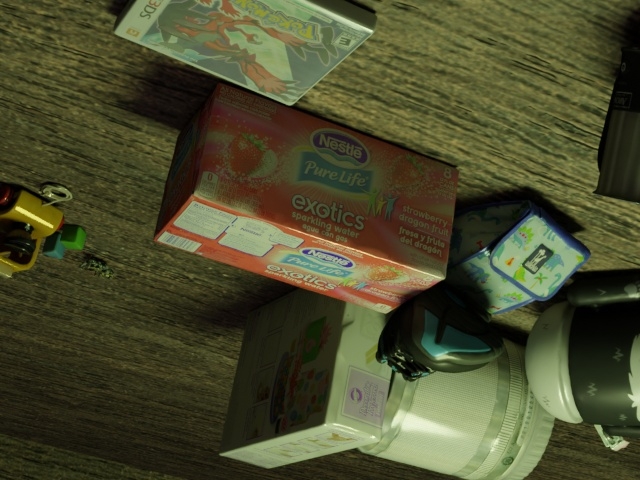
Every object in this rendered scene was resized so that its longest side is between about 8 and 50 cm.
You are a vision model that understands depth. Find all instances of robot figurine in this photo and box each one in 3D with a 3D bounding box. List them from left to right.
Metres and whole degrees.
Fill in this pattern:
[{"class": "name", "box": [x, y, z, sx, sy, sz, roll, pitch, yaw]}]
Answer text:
[{"class": "robot figurine", "box": [0.410, 0.157, 1.593, 0.278, 0.209, 0.173, -4, 170, 29]}]

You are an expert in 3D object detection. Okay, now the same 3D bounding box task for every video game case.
[{"class": "video game case", "box": [-0.076, -0.205, 1.150, 0.201, 0.023, 0.183, 20, 155, -21]}]

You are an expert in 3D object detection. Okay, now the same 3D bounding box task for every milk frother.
[{"class": "milk frother", "box": [0.326, -0.096, 1.085, 0.143, 0.135, 0.129, 11, -172, 6]}]

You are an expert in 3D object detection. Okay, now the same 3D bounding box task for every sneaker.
[{"class": "sneaker", "box": [0.139, 0.127, 1.492, 0.125, 0.140, 0.341, 44, -172, 5]}]

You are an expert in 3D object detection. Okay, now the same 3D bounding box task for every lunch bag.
[{"class": "lunch bag", "box": [0.227, 0.014, 1.448, 0.151, 0.096, 0.128, -26, 137, 35]}]

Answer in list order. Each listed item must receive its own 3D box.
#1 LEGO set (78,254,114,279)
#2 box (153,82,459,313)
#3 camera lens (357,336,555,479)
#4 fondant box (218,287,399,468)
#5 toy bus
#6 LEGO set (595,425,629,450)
[{"class": "LEGO set", "box": [-0.338, 0.039, 1.832, 0.054, 0.023, 0.083, 17, 169, -9]}, {"class": "box", "box": [-0.014, -0.041, 1.349, 0.299, 0.142, 0.154, 18, 156, -17]}, {"class": "camera lens", "box": [0.182, 0.231, 1.791, 0.274, 0.219, 0.219, 17, 156, -14]}, {"class": "fondant box", "box": [-0.018, 0.191, 1.760, 0.096, 0.238, 0.330, 21, 155, -23]}, {"class": "toy bus", "box": [-0.435, -0.002, 1.665, 0.190, 0.104, 0.202, 10, 157, 2]}, {"class": "LEGO set", "box": [0.508, 0.183, 1.697, 0.287, 0.132, 0.107, -30, 157, 25]}]
